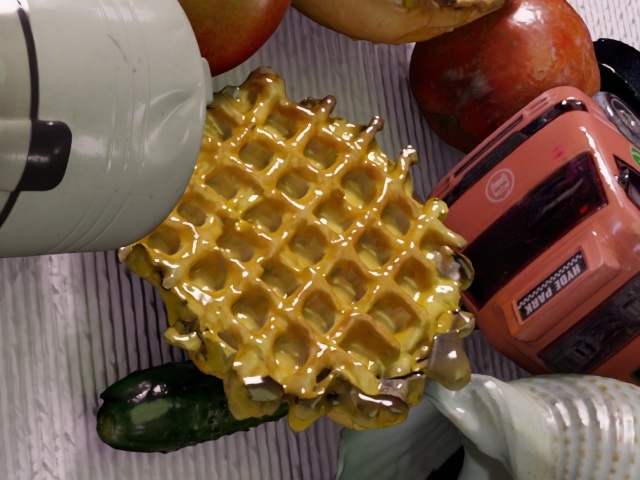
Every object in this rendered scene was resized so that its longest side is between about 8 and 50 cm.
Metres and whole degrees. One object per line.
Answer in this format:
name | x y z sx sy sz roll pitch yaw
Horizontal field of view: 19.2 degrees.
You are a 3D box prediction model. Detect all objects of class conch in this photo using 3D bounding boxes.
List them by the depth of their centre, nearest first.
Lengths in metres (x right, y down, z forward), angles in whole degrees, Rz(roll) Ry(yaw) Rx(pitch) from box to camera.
conch | 0.160 0.240 1.511 0.319 0.215 0.303 23 59 10

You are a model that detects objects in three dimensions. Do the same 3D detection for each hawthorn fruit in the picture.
hawthorn fruit | 0.165 -0.152 1.725 0.173 0.173 0.173 20 59 -39

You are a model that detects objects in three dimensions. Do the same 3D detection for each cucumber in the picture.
cucumber | -0.080 0.120 1.430 0.227 0.069 0.069 -6 77 -50

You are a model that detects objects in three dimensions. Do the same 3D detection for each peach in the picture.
peach | -0.106 -0.218 1.473 0.197 0.197 0.197 20 59 -39

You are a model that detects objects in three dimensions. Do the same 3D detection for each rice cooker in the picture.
rice cooker | -0.215 -0.098 1.277 0.244 0.226 0.226 -6 77 -43

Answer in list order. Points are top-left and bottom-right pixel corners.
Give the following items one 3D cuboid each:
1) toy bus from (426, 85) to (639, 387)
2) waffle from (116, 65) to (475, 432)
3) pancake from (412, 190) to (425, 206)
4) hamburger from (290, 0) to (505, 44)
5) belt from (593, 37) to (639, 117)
toy bus | 0.301 0.065 1.691 0.427 0.203 0.233 34 26 -31
waffle | -0.020 0.014 1.449 0.329 0.062 0.329 15 54 -21
pancake | 0.000 0.000 1.547 0.250 0.031 0.250 20 48 -24
hamburger | 0.043 -0.307 1.632 0.314 0.170 0.290 48 46 12
belt | 0.281 -0.096 1.825 0.078 0.151 0.198 -32 99 -48
